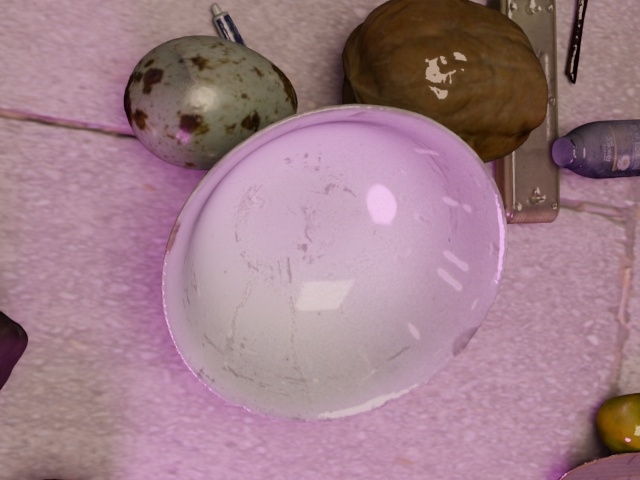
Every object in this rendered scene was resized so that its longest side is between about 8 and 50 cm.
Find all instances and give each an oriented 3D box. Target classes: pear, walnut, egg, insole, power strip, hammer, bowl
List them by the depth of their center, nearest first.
[{"bbox_3d":[-0.134,-0.173,1.361,0.231,0.169,0.169,-6,92,-32],"label":"egg"},{"bbox_3d":[0.000,0.000,1.363,0.435,0.196,0.434,-7,119,-14],"label":"bowl"},{"bbox_3d":[0.162,-0.214,1.442,0.283,0.227,0.282,13,51,-16],"label":"walnut"},{"bbox_3d":[0.296,-0.218,1.576,0.092,0.066,0.387,-2,93,-18],"label":"power strip"},{"bbox_3d":[0.464,0.274,1.616,0.092,0.092,0.097,37,100,-16],"label":"pear"},{"bbox_3d":[0.386,-0.325,1.632,0.065,0.021,0.178,9,89,-19],"label":"hammer"},{"bbox_3d":[0.508,0.354,1.636,0.349,0.009,0.119,3,132,-23],"label":"insole"}]

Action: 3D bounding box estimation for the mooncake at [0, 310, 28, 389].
[{"bbox_3d":[-0.468,0.173,1.179,0.154,0.306,0.306,37,77,-3],"label":"mooncake"}]

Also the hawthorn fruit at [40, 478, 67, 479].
[{"bbox_3d":[-0.324,0.364,1.285,0.200,0.179,0.179,35,78,-13],"label":"hawthorn fruit"}]

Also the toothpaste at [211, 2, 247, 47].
[{"bbox_3d":[-0.111,-0.254,1.448,0.037,0.021,0.139,-31,102,-18],"label":"toothpaste"}]

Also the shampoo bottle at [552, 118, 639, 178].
[{"bbox_3d":[0.438,-0.135,1.600,0.234,0.049,0.087,-7,93,-36],"label":"shampoo bottle"}]
